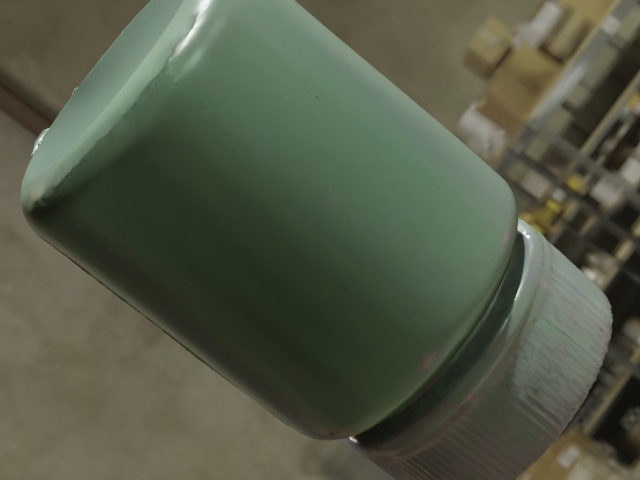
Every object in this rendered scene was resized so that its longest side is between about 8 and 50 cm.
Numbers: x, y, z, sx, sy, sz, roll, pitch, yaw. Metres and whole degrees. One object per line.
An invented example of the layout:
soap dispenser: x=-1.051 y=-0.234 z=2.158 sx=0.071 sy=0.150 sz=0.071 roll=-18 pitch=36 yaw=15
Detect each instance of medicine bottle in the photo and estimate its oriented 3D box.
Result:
medicine bottle: x=0.000 y=0.000 z=0.639 sx=0.139 sy=0.225 sz=0.139 roll=-46 pitch=17 yaw=18
